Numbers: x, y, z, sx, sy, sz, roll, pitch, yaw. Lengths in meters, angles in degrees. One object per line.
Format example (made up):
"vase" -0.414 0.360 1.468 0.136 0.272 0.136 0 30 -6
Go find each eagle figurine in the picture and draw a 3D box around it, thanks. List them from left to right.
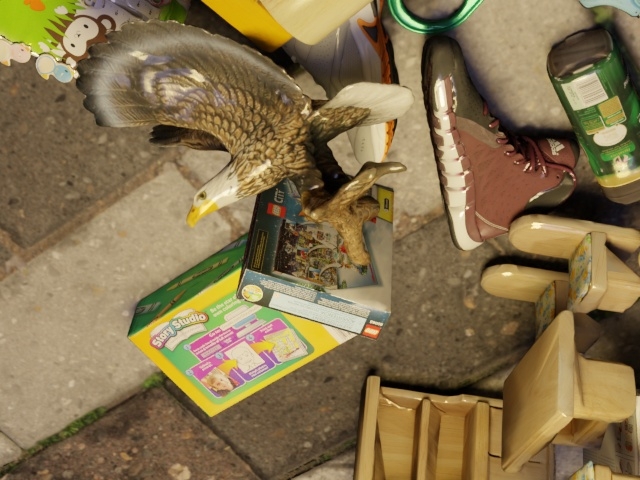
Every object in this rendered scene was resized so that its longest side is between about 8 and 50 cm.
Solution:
"eagle figurine" -0.076 -0.109 1.107 0.298 0.225 0.226 42 139 23

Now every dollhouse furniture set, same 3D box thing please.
"dollhouse furniture set" 0.195 0.209 1.289 0.256 0.362 0.394 8 152 -3

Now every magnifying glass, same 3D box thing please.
"magnifying glass" 0.179 -0.290 1.151 0.231 0.026 0.092 -20 119 18

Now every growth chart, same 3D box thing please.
"growth chart" -0.268 -0.244 1.207 0.237 0.021 0.172 17 123 -7

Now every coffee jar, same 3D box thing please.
"coffee jar" 0.318 -0.133 1.199 0.079 0.096 0.184 -22 120 19

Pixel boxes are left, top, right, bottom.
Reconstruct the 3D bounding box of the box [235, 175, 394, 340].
"box" 0.000 0.000 1.222 0.159 0.233 0.044 17 126 -7

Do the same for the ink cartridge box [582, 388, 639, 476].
"ink cartridge box" 0.477 0.246 1.308 0.272 0.309 0.130 0 83 3

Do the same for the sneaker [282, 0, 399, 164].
"sneaker" 0.015 -0.202 1.184 0.121 0.099 0.262 -4 115 15

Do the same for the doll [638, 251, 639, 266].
"doll" 0.404 -0.009 1.223 0.046 0.189 0.129 26 127 23

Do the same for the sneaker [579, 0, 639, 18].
"sneaker" 0.345 -0.271 1.141 0.162 0.063 0.073 2 141 7

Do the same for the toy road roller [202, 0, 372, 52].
"toy road roller" -0.067 -0.364 1.011 0.202 0.240 0.329 -33 132 23

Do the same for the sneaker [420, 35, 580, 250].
"sneaker" 0.206 -0.120 1.223 0.162 0.106 0.281 -12 132 5

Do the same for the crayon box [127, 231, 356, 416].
"crayon box" -0.084 0.091 1.377 0.278 0.081 0.165 -31 116 21
